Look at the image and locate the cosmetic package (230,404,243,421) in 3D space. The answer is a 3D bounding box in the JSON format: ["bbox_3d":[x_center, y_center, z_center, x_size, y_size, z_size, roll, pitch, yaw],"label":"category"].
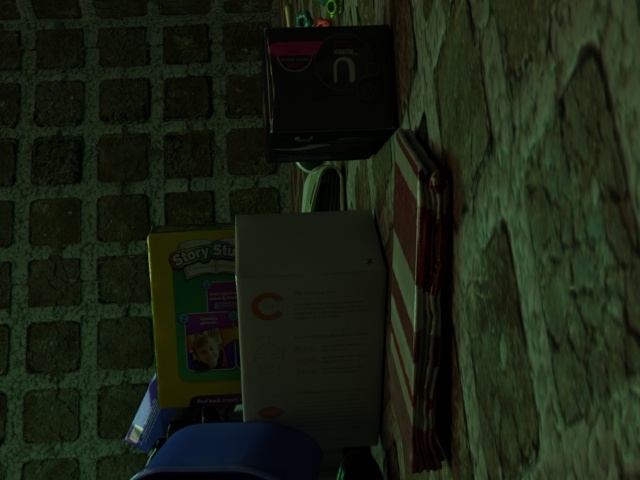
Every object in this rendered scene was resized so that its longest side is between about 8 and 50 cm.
[{"bbox_3d":[-0.132,0.574,2.303,0.161,0.230,0.453,6,-109,-89],"label":"cosmetic package"}]

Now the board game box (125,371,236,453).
[{"bbox_3d":[-0.219,0.246,2.103,0.347,0.078,0.233,-65,-24,2],"label":"board game box"}]

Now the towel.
[{"bbox_3d":[0.105,0.058,1.190,0.237,0.037,0.328,-100,10,-74],"label":"towel"}]

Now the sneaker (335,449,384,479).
[{"bbox_3d":[0.079,0.408,1.574,0.118,0.083,0.222,124,143,-64],"label":"sneaker"}]

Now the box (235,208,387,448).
[{"bbox_3d":[-0.019,0.142,1.667,0.168,0.215,0.345,-98,7,-56],"label":"box"}]

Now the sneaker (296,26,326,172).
[{"bbox_3d":[-0.022,-0.277,2.151,0.147,0.105,0.295,-88,0,-81],"label":"sneaker"}]

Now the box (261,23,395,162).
[{"bbox_3d":[0.003,-0.196,1.491,0.270,0.165,0.143,143,124,-84],"label":"box"}]

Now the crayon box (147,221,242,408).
[{"bbox_3d":[-0.113,0.124,1.912,0.106,0.363,0.313,-121,29,-82],"label":"crayon box"}]

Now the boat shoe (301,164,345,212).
[{"bbox_3d":[0.000,0.000,2.071,0.094,0.109,0.302,130,140,-81],"label":"boat shoe"}]

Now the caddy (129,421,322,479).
[{"bbox_3d":[-0.135,0.413,1.622,0.179,0.341,0.241,-57,-44,-57],"label":"caddy"}]

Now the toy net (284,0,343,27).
[{"bbox_3d":[-0.026,-0.397,2.021,0.122,0.045,0.232,57,134,21],"label":"toy net"}]

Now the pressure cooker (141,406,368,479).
[{"bbox_3d":[-0.124,0.497,1.949,0.375,0.421,0.369,91,173,-50],"label":"pressure cooker"}]
